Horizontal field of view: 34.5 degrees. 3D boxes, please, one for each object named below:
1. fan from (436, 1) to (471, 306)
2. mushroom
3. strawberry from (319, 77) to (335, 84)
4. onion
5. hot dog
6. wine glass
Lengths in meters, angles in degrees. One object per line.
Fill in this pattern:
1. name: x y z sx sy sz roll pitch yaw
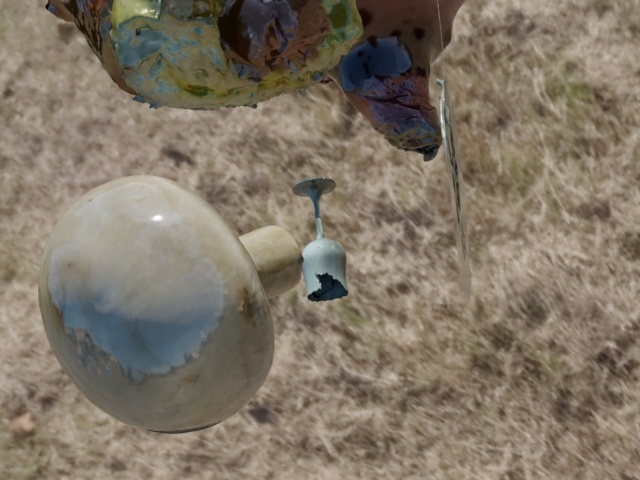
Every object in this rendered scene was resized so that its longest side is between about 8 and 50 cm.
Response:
1. fan: 0.125 -0.134 1.032 0.012 0.233 0.414 -6 101 10
2. mushroom: -0.104 0.040 0.817 0.207 0.207 0.215 25 36 38
3. strawberry: 0.004 -0.371 1.902 0.184 0.187 0.201 -46 74 8
4. onion: 0.053 -0.295 1.339 0.398 0.398 0.420 -20 93 22
5. hot dog: -0.074 -0.144 0.517 0.213 0.146 0.103 40 132 30
6. wine glass: 0.000 0.000 1.696 0.079 0.079 0.195 -17 69 23
